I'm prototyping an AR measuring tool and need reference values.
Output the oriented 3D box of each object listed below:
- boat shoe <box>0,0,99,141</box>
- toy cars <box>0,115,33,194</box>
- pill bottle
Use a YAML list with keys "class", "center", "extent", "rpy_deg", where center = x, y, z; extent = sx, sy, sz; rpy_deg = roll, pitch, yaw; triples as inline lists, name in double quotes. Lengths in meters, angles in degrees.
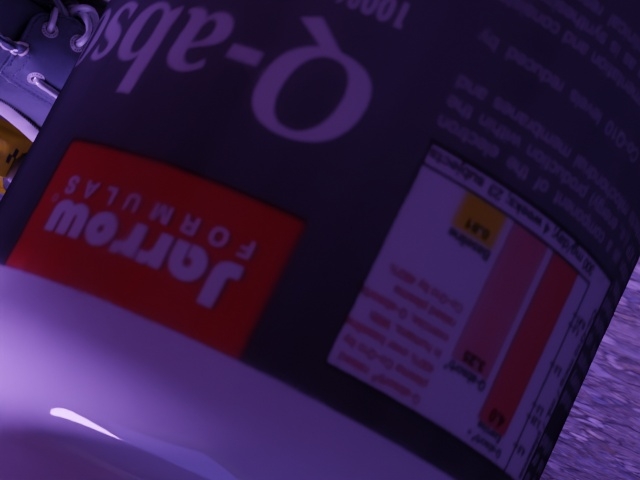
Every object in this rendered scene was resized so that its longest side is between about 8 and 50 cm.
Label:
- class: "boat shoe"
  center: [-0.182, -0.132, 1.137]
  extent: [0.099, 0.116, 0.319]
  rpy_deg: [-26, 136, 16]
- class: "toy cars"
  center: [-0.187, -0.039, 1.500]
  extent: [0.394, 0.087, 0.176]
  rpy_deg: [31, 172, -34]
- class: "pill bottle"
  center: [0.000, 0.000, 0.595]
  extent: [0.210, 0.363, 0.210]
  rpy_deg: [25, 167, 6]
